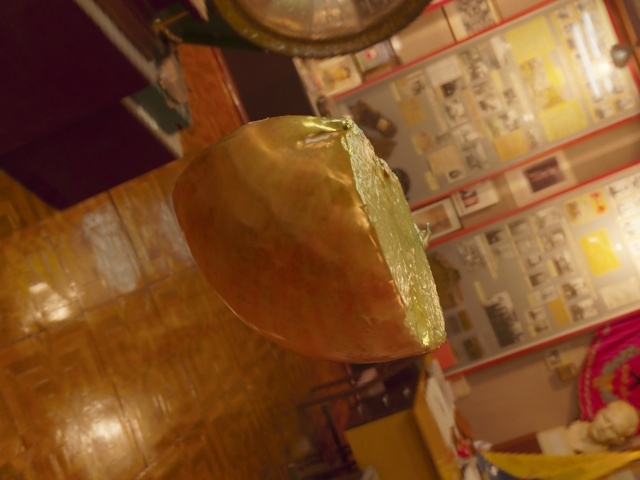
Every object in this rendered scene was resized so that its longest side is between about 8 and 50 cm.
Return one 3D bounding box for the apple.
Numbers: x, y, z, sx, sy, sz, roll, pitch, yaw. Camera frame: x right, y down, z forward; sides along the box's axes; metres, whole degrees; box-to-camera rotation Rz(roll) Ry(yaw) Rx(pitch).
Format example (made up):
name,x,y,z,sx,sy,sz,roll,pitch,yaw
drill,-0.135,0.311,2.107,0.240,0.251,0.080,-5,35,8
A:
name,x,y,z,sx,sy,sz,roll,pitch,yaw
apple,0.000,0.000,0.921,0.314,0.252,0.309,26,3,20
